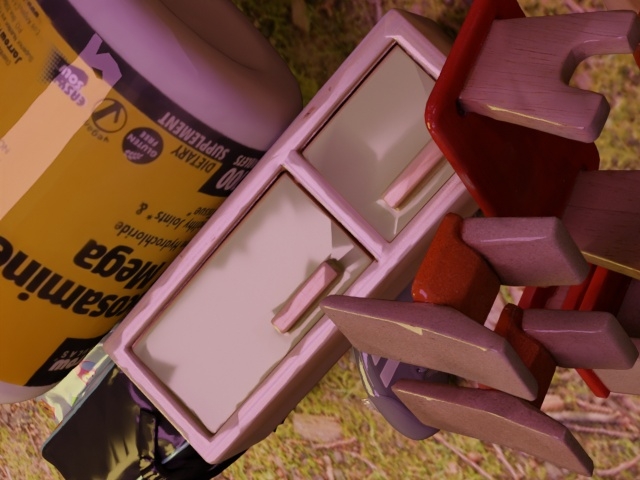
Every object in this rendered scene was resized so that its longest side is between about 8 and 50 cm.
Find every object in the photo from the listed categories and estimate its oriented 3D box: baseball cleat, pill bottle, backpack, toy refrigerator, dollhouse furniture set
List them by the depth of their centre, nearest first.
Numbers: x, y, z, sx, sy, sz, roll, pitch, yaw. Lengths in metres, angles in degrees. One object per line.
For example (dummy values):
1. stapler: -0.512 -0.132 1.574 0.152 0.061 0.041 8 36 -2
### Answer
1. dollhouse furniture set: 0.118 -0.018 0.686 0.135 0.262 0.259 11 154 37
2. toy refrigerator: 0.000 0.000 0.823 0.102 0.094 0.269 46 106 12
3. pill bottle: -0.183 -0.023 0.858 0.334 0.188 0.188 -46 77 16
4. baseball cleat: 0.063 0.038 0.898 0.109 0.072 0.206 -6 113 39
5. backpack: -0.098 0.101 1.005 0.144 0.188 0.166 53 131 17
